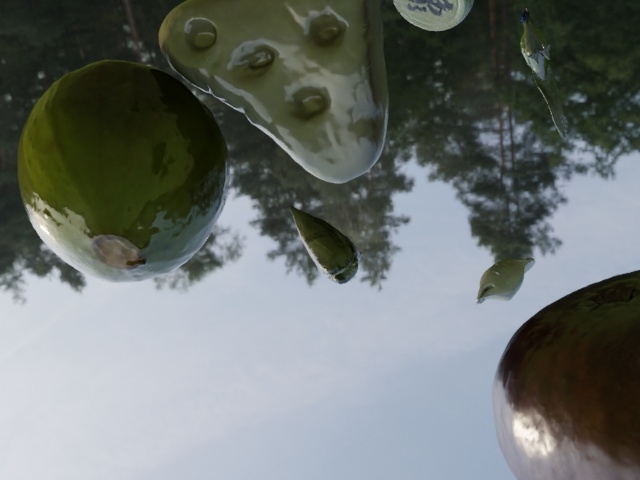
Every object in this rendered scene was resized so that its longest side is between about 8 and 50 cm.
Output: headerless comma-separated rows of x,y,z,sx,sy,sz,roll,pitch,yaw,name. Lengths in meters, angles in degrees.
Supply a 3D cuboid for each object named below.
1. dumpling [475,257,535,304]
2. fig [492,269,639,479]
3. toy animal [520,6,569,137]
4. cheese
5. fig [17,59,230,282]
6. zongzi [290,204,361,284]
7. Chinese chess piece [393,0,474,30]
0.210,0.048,0.939,0.043,0.059,0.077,30,-95,22,dumpling
0.244,0.123,0.591,0.235,0.214,0.235,-30,-151,19,fig
0.353,-0.269,1.289,0.041,0.216,0.075,-20,174,11,toy animal
-0.057,-0.238,1.261,0.351,0.328,0.129,-11,-163,15,cheese
-0.302,-0.092,1.244,0.344,0.343,0.343,-8,-155,4,fig
0.000,0.000,0.985,0.052,0.113,0.104,-44,-178,3,zongzi
0.191,-0.425,1.390,0.144,0.144,0.058,7,-125,31,Chinese chess piece
